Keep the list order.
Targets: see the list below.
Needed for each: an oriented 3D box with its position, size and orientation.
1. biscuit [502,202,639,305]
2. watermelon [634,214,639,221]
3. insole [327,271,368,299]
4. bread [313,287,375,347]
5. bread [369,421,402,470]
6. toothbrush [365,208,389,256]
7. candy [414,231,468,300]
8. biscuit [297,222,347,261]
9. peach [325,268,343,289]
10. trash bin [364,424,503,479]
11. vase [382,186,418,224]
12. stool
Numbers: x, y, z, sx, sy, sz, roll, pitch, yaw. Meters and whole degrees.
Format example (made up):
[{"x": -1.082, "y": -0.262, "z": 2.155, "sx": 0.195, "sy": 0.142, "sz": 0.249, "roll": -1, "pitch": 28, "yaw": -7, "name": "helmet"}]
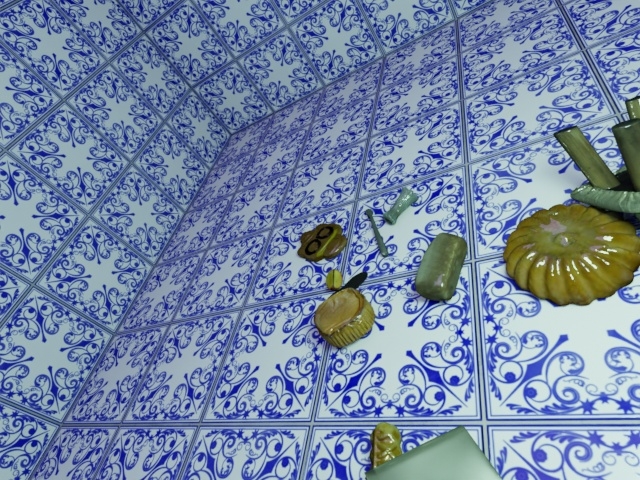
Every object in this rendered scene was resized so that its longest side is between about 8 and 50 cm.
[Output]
[{"x": 0.660, "y": 0.019, "z": 1.088, "sx": 0.326, "sy": 0.107, "sz": 0.325, "roll": -22, "pitch": 41, "yaw": 21, "name": "biscuit"}, {"x": 0.906, "y": -0.077, "z": 0.930, "sx": 0.301, "sy": 0.129, "sz": 0.122, "roll": -12, "pitch": 47, "yaw": 44, "name": "watermelon"}, {"x": 0.101, "y": 0.178, "z": 1.512, "sx": 0.189, "sy": 0.004, "sz": 0.064, "roll": -37, "pitch": 34, "yaw": 5, "name": "insole"}, {"x": 0.083, "y": 0.261, "z": 1.352, "sx": 0.199, "sy": 0.104, "sz": 0.199, "roll": -25, "pitch": 33, "yaw": 18, "name": "bread"}, {"x": 0.148, "y": 0.603, "z": 0.926, "sx": 0.077, "sy": 0.084, "sz": 0.367, "roll": 12, "pitch": 45, "yaw": -1, "name": "bread"}, {"x": 0.223, "y": -0.033, "z": 1.615, "sx": 0.030, "sy": 0.030, "sz": 0.297, "roll": -15, "pitch": 39, "yaw": 3, "name": "toothbrush"}, {"x": 0.382, "y": 0.081, "z": 1.273, "sx": 0.104, "sy": 0.102, "sz": 0.233, "roll": -2, "pitch": 50, "yaw": 42, "name": "candy"}, {"x": 0.000, "y": 0.000, "z": 1.777, "sx": 0.291, "sy": 0.041, "sz": 0.208, "roll": 15, "pitch": 61, "yaw": 50, "name": "biscuit"}, {"x": 0.056, "y": 0.153, "z": 1.540, "sx": 0.077, "sy": 0.050, "sz": 0.083, "roll": -63, "pitch": 21, "yaw": 10, "name": "peach"}, {"x": 0.236, "y": 0.518, "z": 0.841, "sx": 0.241, "sy": 0.122, "sz": 0.164, "roll": -25, "pitch": 41, "yaw": -10, "name": "trash bin"}, {"x": 0.311, "y": -0.132, "z": 1.605, "sx": 0.148, "sy": 0.081, "sz": 0.081, "roll": -49, "pitch": 35, "yaw": -8, "name": "vase"}, {"x": 0.815, "y": -0.229, "z": 1.010, "sx": 0.311, "sy": 0.225, "sz": 0.310, "roll": -23, "pitch": 13, "yaw": 2, "name": "stool"}]
